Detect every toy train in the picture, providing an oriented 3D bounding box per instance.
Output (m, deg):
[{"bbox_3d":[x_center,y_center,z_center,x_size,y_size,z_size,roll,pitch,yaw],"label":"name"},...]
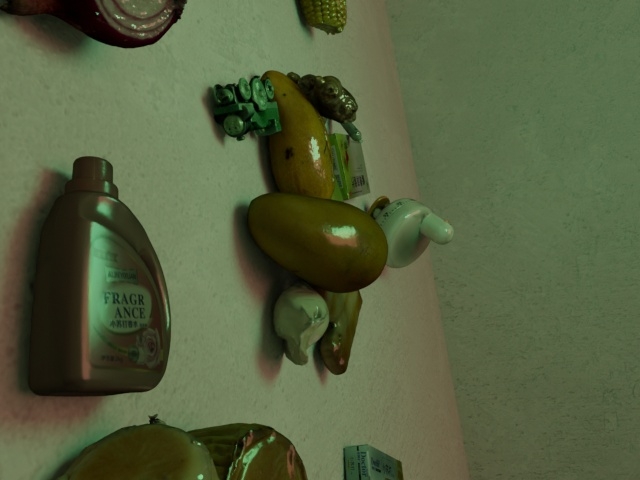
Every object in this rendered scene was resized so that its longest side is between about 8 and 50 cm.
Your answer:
[{"bbox_3d":[-0.130,-0.234,0.964,0.178,0.071,0.105,-42,124,-67],"label":"toy train"}]

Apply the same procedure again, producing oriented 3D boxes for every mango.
[{"bbox_3d":[-0.042,-0.205,1.117,0.177,0.120,0.295,-22,101,-72],"label":"mango"},{"bbox_3d":[0.000,0.000,1.015,0.317,0.211,0.173,22,91,-48],"label":"mango"}]

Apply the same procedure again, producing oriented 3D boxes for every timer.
[{"bbox_3d":[0.281,-0.015,1.743,0.240,0.233,0.233,39,-11,39],"label":"timer"}]

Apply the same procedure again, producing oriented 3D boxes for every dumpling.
[{"bbox_3d":[-0.039,0.157,0.997,0.099,0.169,0.134,-1,116,-32],"label":"dumpling"}]

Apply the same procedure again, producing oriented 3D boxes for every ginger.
[{"bbox_3d":[0.001,-0.324,1.223,0.166,0.080,0.333,44,1,-21],"label":"ginger"}]

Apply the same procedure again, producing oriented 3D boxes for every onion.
[{"bbox_3d":[-0.257,-0.293,0.582,0.198,0.135,0.173,-30,136,-29],"label":"onion"}]

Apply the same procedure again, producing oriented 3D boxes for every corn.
[{"bbox_3d":[-0.017,-0.744,1.424,0.144,0.143,0.388,-30,112,-69],"label":"corn"}]

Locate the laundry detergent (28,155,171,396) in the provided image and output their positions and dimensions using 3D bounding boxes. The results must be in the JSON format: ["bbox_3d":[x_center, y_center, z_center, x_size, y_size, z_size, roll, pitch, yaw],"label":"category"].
[{"bbox_3d":[-0.220,0.042,0.576,0.171,0.076,0.237,38,43,-64],"label":"laundry detergent"}]

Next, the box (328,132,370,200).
[{"bbox_3d":[0.069,-0.205,1.517,0.260,0.062,0.175,-27,106,-71],"label":"box"}]

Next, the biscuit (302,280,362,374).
[{"bbox_3d":[0.028,0.133,1.241,0.291,0.062,0.237,-71,145,-56],"label":"biscuit"}]

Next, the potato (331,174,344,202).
[{"bbox_3d":[0.012,-0.113,1.295,0.198,0.054,0.119,67,20,-4],"label":"potato"}]

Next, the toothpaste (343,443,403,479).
[{"bbox_3d":[0.136,0.573,1.338,0.313,0.070,0.089,51,31,-54],"label":"toothpaste"}]

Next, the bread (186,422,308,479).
[{"bbox_3d":[-0.114,0.352,0.631,0.253,0.142,0.228,-65,142,-54],"label":"bread"}]

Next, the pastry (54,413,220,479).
[{"bbox_3d":[-0.170,0.243,0.505,0.166,0.165,0.088,-59,149,-61],"label":"pastry"}]

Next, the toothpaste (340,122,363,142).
[{"bbox_3d":[0.069,-0.330,1.514,0.048,0.029,0.197,45,11,-49],"label":"toothpaste"}]
